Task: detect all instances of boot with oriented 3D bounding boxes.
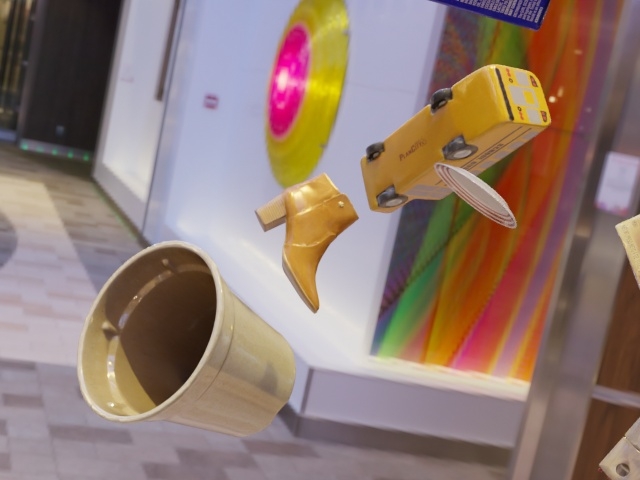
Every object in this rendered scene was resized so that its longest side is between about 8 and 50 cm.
[{"bbox_3d":[0.000,0.000,2.270,0.211,0.295,0.104,-26,-10,-8],"label":"boot"}]

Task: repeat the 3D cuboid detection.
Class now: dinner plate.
[{"bbox_3d":[0.216,-0.066,1.349,0.141,0.017,0.141,37,-3,2],"label":"dinner plate"}]

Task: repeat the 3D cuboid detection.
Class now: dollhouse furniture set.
[{"bbox_3d":[0.557,0.381,1.550,0.184,0.129,0.129,42,1,30],"label":"dollhouse furniture set"}]

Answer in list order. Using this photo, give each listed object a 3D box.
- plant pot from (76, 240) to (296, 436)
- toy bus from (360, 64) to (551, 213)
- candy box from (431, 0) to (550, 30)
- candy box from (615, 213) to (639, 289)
[{"bbox_3d":[-0.218,0.213,1.802,0.334,0.333,0.305,19,-12,42],"label":"plant pot"},{"bbox_3d":[0.205,-0.155,1.595,0.130,0.108,0.333,2,-24,-35],"label":"toy bus"},{"bbox_3d":[0.077,-0.352,1.104,0.317,0.122,0.268,11,21,-19],"label":"candy box"},{"bbox_3d":[0.563,0.003,1.255,0.316,0.182,0.087,-27,-40,22],"label":"candy box"}]
